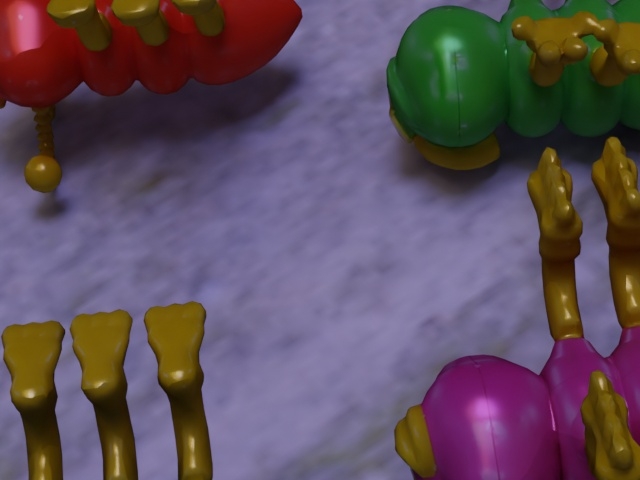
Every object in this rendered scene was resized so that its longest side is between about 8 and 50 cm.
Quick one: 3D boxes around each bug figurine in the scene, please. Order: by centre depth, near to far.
[{"bbox_3d":[0.000,0.000,0.407,0.216,0.072,0.279,-5,42,3],"label":"bug figurine"}]
